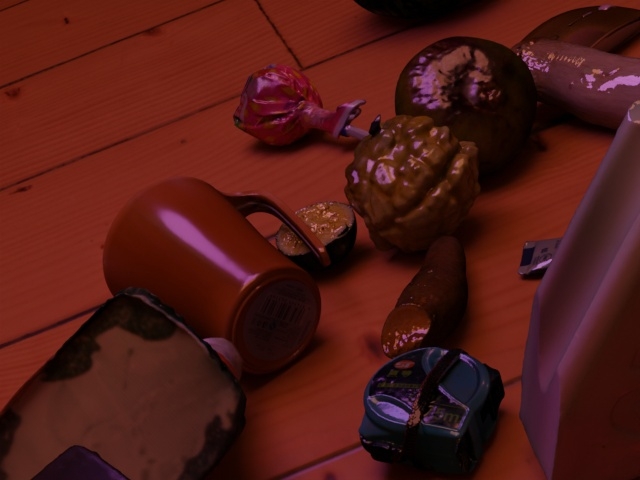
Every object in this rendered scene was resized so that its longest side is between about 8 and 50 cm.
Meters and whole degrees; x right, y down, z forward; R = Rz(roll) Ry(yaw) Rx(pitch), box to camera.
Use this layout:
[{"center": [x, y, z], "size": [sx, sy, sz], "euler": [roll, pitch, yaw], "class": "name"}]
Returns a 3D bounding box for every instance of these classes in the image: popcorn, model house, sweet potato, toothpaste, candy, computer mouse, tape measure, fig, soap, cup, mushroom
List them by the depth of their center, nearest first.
[{"center": [0.301, 0.057, 1.171], "size": [0.208, 0.347, 0.115], "euler": [10, 31, -22], "class": "soap"}, {"center": [0.105, 0.162, 1.320], "size": [0.125, 0.081, 0.146], "euler": [3, 36, 30], "class": "tape measure"}, {"center": [-0.200, 0.177, 1.418], "size": [0.271, 0.190, 0.301], "euler": [-47, 3, 6], "class": "model house"}, {"center": [0.131, 0.056, 1.487], "size": [0.077, 0.077, 0.243], "euler": [-5, 23, 25], "class": "sweet potato"}, {"center": [0.322, 0.006, 1.495], "size": [0.216, 0.037, 0.062], "euler": [-9, 31, 27], "class": "toothpaste"}, {"center": [-0.106, 0.033, 1.588], "size": [0.226, 0.182, 0.264], "euler": [-34, 39, -21], "class": "cup"}, {"center": [0.109, -0.076, 1.629], "size": [0.142, 0.173, 0.173], "euler": [7, 16, -29], "class": "popcorn"}, {"center": [0.384, -0.200, 1.729], "size": [0.351, 0.095, 0.123], "euler": [16, 52, 39], "class": "mushroom"}, {"center": [0.179, -0.171, 1.750], "size": [0.181, 0.181, 0.191], "euler": [-29, 11, -15], "class": "fig"}, {"center": [0.024, -0.160, 1.918], "size": [0.124, 0.124, 0.365], "euler": [-38, 42, -28], "class": "candy"}, {"center": [0.363, -0.283, 1.937], "size": [0.245, 0.056, 0.126], "euler": [-35, 33, -27], "class": "computer mouse"}]

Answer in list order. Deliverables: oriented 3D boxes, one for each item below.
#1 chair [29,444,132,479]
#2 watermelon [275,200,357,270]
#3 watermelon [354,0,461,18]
[{"center": [-0.221, 0.251, 1.029], "size": [0.240, 0.416, 0.203], "euler": [-36, 33, -25], "class": "chair"}, {"center": [0.000, 0.000, 1.676], "size": [0.105, 0.062, 0.105], "euler": [-17, 36, 13], "class": "watermelon"}, {"center": [0.145, -0.501, 2.210], "size": [0.285, 0.285, 0.285], "euler": [-15, 30, 9], "class": "watermelon"}]
